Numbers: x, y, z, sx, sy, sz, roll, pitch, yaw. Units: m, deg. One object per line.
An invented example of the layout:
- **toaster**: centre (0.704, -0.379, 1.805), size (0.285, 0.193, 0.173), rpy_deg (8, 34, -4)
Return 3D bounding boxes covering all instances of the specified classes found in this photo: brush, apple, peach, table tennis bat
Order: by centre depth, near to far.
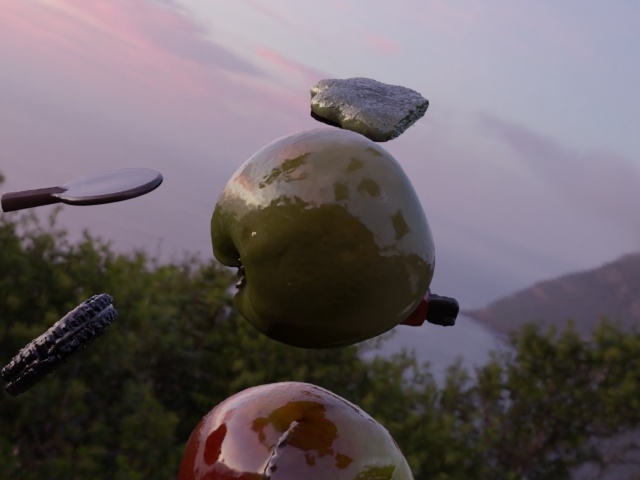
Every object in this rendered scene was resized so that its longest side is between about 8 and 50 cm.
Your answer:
- **table tennis bat**: centre (-0.255, -0.099, 1.218), size (0.170, 0.119, 0.107), rpy_deg (-10, 18, -6)
- **apple**: centre (0.000, 0.000, 1.519), size (0.254, 0.292, 0.292), rpy_deg (-23, 22, -22)
- **peach**: centre (-0.045, 0.373, 1.639), size (0.370, 0.370, 0.370), rpy_deg (20, 2, -1)
- **brush**: centre (0.088, 0.099, 2.100), size (0.323, 0.070, 0.051), rpy_deg (10, 37, -3)

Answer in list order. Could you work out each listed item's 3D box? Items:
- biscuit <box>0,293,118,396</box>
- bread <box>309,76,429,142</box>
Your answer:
- **biscuit**: centre (-0.361, 0.144, 1.634), size (0.053, 0.194, 0.194), rpy_deg (53, 1, -3)
- **bread**: centre (0.078, -0.250, 2.152), size (0.207, 0.056, 0.286), rpy_deg (18, 23, 11)
